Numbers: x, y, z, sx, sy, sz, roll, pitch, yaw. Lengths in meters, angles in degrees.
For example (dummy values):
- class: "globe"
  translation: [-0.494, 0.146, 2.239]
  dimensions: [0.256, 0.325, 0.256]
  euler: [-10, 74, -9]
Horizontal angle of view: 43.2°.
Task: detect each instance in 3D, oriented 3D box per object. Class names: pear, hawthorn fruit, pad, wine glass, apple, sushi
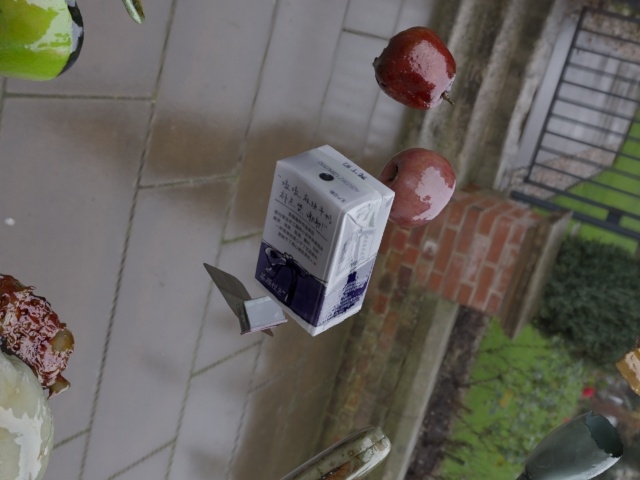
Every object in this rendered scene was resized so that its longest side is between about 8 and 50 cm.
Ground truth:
- class: "pear"
  translation: [-0.642, -0.484, 1.552]
  dimensions: [0.165, 0.398, 0.399]
  euler: [-35, 142, -45]
- class: "hawthorn fruit"
  translation: [0.186, -0.312, 1.501]
  dimensions: [0.148, 0.172, 0.148]
  euler: [-45, 166, -15]
- class: "pad"
  translation: [-0.289, 0.157, 2.192]
  dimensions: [0.055, 0.323, 0.250]
  euler: [-64, 142, -35]
- class: "wine glass"
  translation: [0.421, 0.436, 1.373]
  dimensions: [0.309, 0.264, 0.096]
  euler: [-45, -157, 31]
- class: "apple"
  translation: [0.172, -0.099, 1.492]
  dimensions: [0.153, 0.120, 0.153]
  euler: [-43, -155, 26]
- class: "sushi"
  translation: [-0.689, 0.228, 1.833]
  dimensions: [0.196, 0.181, 0.343]
  euler: [-64, 145, -32]

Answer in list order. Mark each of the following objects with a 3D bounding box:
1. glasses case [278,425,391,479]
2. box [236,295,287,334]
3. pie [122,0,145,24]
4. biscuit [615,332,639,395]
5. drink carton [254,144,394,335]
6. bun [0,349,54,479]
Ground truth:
- class: "glasses case"
  translation: [-0.031, 0.542, 1.759]
  dimensions: [0.425, 0.098, 0.156]
  euler: [-36, 168, 7]
- class: "box"
  translation: [-0.117, 0.143, 1.575]
  dimensions: [0.084, 0.063, 0.060]
  euler: [-12, 169, -27]
- class: "pie"
  translation: [-0.319, -0.404, 1.365]
  dimensions: [0.085, 0.017, 0.085]
  euler: [-20, 90, -83]
- class: "biscuit"
  translation: [0.451, 0.158, 1.019]
  dimensions: [0.224, 0.144, 0.033]
  euler: [-21, 162, -48]
- class: "drink carton"
  translation: [-0.001, -0.001, 1.103]
  dimensions: [0.101, 0.134, 0.222]
  euler: [-23, 140, -37]
- class: "bun"
  translation: [-0.575, 0.267, 1.232]
  dimensions: [0.219, 0.365, 0.365]
  euler: [-79, 176, -55]
